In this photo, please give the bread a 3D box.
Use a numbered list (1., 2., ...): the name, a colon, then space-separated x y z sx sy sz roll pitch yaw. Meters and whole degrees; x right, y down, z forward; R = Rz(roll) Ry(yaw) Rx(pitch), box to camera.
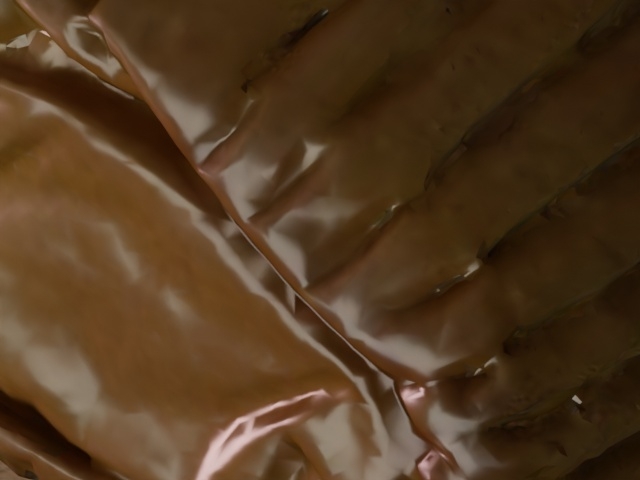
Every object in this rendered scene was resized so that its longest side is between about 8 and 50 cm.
1. bread: 0.000 0.000 0.460 0.274 0.149 0.274 16 131 19
